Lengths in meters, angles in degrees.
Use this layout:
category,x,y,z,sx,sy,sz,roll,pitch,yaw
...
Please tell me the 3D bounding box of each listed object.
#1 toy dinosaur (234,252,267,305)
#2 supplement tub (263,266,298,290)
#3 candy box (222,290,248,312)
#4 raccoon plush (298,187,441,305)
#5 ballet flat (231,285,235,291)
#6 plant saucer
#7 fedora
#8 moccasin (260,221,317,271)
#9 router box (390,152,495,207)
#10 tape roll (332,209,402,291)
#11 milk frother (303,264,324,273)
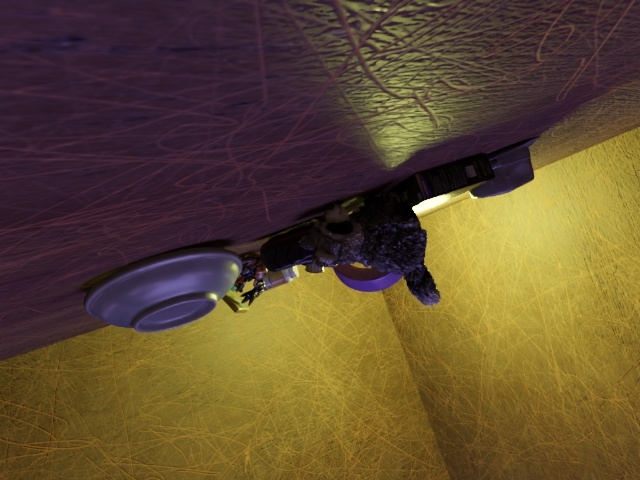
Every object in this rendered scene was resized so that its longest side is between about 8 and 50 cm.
category,x,y,z,sx,sy,sz,roll,pitch,yaw
toy dinosaur,-0.257,0.123,1.720,0.321,0.165,0.218,1,144,-22
supplement tub,-0.223,0.159,2.290,0.199,0.145,0.144,-20,176,6
candy box,-0.369,0.201,1.762,0.027,0.206,0.105,-48,165,4
raccoon plush,0.150,0.074,1.273,0.299,0.447,0.216,-32,-169,-9
ballet flat,-0.524,0.211,1.925,0.348,0.123,0.123,-17,175,-41
plant saucer,-0.383,0.152,1.180,0.400,0.101,0.400,-21,161,-8
fedora,0.573,-0.210,1.449,0.275,0.125,0.243,-20,176,8
moccasin,0.001,0.003,1.430,0.379,0.139,0.147,-19,-159,2
router box,0.330,-0.149,1.383,0.242,0.081,0.309,-18,175,-17
tape roll,0.162,0.030,1.530,0.274,0.275,0.090,-20,147,5
milk frother,-0.015,0.050,1.939,0.143,0.135,0.129,-13,-157,-41
